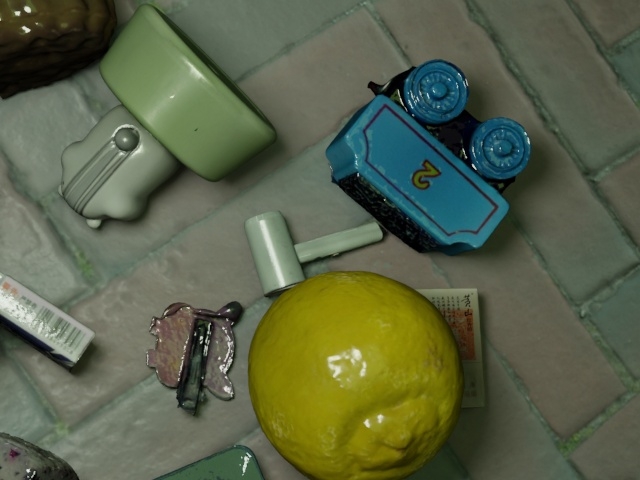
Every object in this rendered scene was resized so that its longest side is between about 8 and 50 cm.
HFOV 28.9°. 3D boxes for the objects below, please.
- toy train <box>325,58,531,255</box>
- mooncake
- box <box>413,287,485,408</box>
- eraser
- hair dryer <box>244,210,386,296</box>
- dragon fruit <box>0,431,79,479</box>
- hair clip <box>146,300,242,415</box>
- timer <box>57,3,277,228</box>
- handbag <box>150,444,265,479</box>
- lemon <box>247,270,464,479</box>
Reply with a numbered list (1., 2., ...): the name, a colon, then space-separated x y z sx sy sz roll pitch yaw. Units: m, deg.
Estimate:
1. toy train: 0.174 -0.135 2.048 0.300 0.188 0.265 40 78 -6
2. mooncake: -0.464 -0.334 1.842 0.324 0.324 0.187 -18 86 -17
3. box: 0.195 0.181 2.060 0.141 0.058 0.201 1 79 -15
4. eraser: -0.445 0.112 1.867 0.210 0.124 0.068 35 74 -6
5. hair dryer: 0.000 0.000 2.036 0.236 0.073 0.131 -15 83 -19
6. dragon fruit: -0.492 0.404 1.776 0.221 0.204 0.283 26 80 22
7. hair clip: -0.203 0.184 1.963 0.146 0.056 0.187 8 70 -12
8. timer: -0.272 -0.156 1.918 0.315 0.291 0.291 -45 94 6
9. handbag: -0.181 0.431 1.901 0.229 0.062 0.179 -20 77 -17
10. lemon: 0.050 0.206 1.878 0.348 0.348 0.348 3 80 -14
